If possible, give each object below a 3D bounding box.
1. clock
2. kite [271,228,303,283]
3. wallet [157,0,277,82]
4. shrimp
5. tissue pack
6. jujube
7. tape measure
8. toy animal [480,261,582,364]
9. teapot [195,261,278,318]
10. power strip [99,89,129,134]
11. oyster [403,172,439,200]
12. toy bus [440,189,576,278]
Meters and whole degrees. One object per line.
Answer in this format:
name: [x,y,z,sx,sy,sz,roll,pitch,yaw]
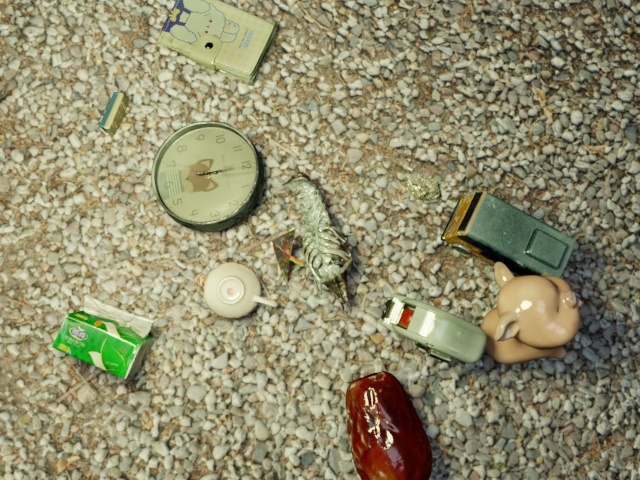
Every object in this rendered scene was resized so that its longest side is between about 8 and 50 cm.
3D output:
clock: [-0.325,-0.188,1.407,0.324,0.067,0.326,-1,77,4]
kite: [-0.096,0.037,1.403,0.010,0.159,0.190,-13,128,-36]
wallet: [-0.310,-0.621,1.475,0.309,0.077,0.224,22,79,0]
shrimp: [0.003,0.003,1.396,0.221,0.166,0.411,-23,71,26]
tissue pack: [-0.566,0.250,1.320,0.208,0.148,0.156,24,84,-1]
jujube: [0.178,0.521,1.316,0.222,0.223,0.318,-16,77,-6]
tape measure: [0.310,0.251,1.351,0.243,0.246,0.125,23,86,-8]
toy animal: [0.553,0.219,1.324,0.269,0.326,0.237,29,51,-16]
teapot: [-0.238,0.146,1.388,0.245,0.116,0.159,26,71,-7]
power strip: [-0.602,-0.375,1.434,0.032,0.056,0.123,20,82,-3]
oyster: [0.312,-0.168,1.489,0.100,0.037,0.098,-16,85,-6]
toy bus: [0.539,-0.001,1.410,0.323,0.194,0.162,28,81,0]
